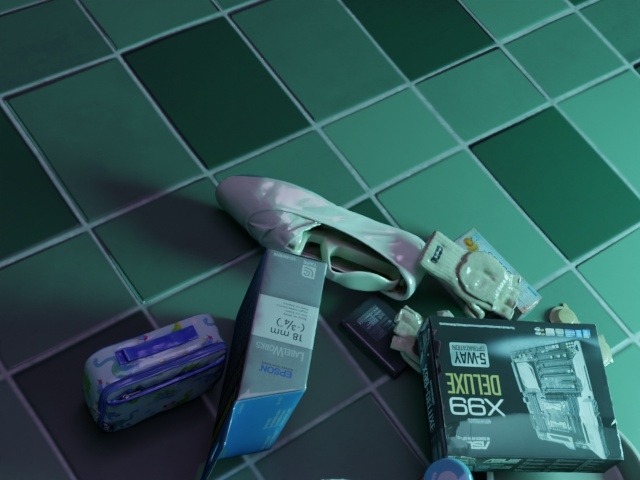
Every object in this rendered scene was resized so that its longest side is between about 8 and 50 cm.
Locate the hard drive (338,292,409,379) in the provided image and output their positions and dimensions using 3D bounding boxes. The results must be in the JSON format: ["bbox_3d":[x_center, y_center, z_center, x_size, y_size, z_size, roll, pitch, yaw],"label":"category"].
[{"bbox_3d":[0.111,0.165,1.935,0.135,0.022,0.094,44,57,14],"label":"hard drive"}]

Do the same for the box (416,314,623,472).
[{"bbox_3d":[0.321,0.253,1.828,0.308,0.076,0.242,5,59,-14],"label":"box"}]

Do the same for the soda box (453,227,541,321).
[{"bbox_3d":[0.312,0.067,2.029,0.058,0.063,0.183,-33,72,-29],"label":"soda box"}]

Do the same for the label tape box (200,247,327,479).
[{"bbox_3d":[-0.090,0.217,1.715,0.106,0.240,0.333,15,56,-8],"label":"label tape box"}]

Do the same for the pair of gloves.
[{"bbox_3d":[0.234,0.128,1.926,0.204,0.042,0.240,24,75,-11],"label":"pair of gloves"}]

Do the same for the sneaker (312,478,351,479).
[{"bbox_3d":[-0.088,0.455,1.636,0.366,0.135,0.150,-11,66,-11],"label":"sneaker"}]

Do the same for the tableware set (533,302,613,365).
[{"bbox_3d":[0.437,0.189,2.012,0.169,0.020,0.141,-23,67,-27],"label":"tableware set"}]

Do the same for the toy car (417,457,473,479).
[{"bbox_3d":[0.150,0.464,1.678,0.238,0.219,0.210,-24,64,5],"label":"toy car"}]

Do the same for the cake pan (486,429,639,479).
[{"bbox_3d":[0.404,0.412,1.835,0.293,0.054,0.293,7,56,-11],"label":"cake pan"}]

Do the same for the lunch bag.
[{"bbox_3d":[-0.254,0.202,1.718,0.219,0.176,0.090,-19,64,-26],"label":"lunch bag"}]

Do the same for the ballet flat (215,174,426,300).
[{"bbox_3d":[0.000,0.000,1.944,0.400,0.139,0.139,20,55,-6],"label":"ballet flat"}]
